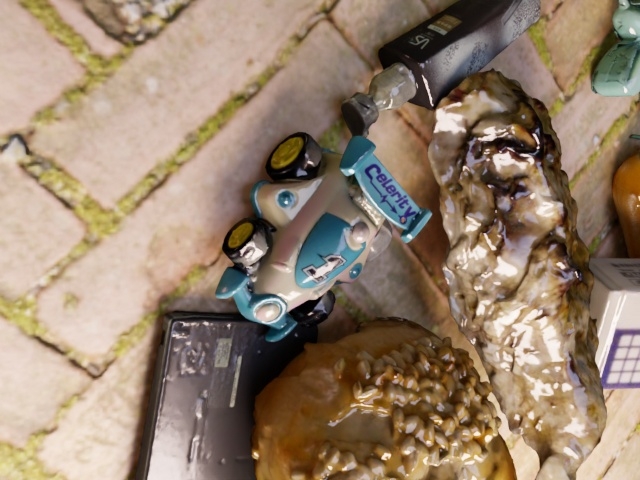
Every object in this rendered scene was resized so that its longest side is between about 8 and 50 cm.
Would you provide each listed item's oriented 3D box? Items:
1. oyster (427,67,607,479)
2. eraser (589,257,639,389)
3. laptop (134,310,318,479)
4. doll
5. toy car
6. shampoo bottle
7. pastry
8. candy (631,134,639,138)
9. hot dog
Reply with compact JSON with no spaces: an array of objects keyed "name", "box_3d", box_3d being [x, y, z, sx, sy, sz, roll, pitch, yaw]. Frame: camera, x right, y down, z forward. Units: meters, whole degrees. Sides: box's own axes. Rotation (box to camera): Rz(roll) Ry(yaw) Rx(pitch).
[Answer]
[{"name":"oyster","box_3d":[0.214,0.030,0.766,0.204,0.111,0.396,-27,107,-47]},{"name":"eraser","box_3d":[0.401,0.089,0.885,0.279,0.081,0.124,1,116,-16]},{"name":"laptop","box_3d":[-0.077,0.164,0.682,0.154,0.026,0.207,8,96,-33]},{"name":"doll","box_3d":[0.362,-0.214,0.863,0.159,0.059,0.158,2,100,-32]},{"name":"toy car","box_3d":[0.000,0.000,0.646,0.126,0.098,0.161,47,65,-29]},{"name":"shampoo bottle","box_3d":[0.102,-0.158,0.709,0.208,0.057,0.063,-37,128,-19]},{"name":"pastry","box_3d":[0.070,0.222,0.696,0.255,0.162,0.310,-40,124,-33]},{"name":"candy","box_3d":[0.400,-0.115,0.932,0.123,0.035,0.035,3,111,-23]},{"name":"hot dog","box_3d":[0.395,0.004,0.926,0.100,0.068,0.249,-36,118,-22]}]
